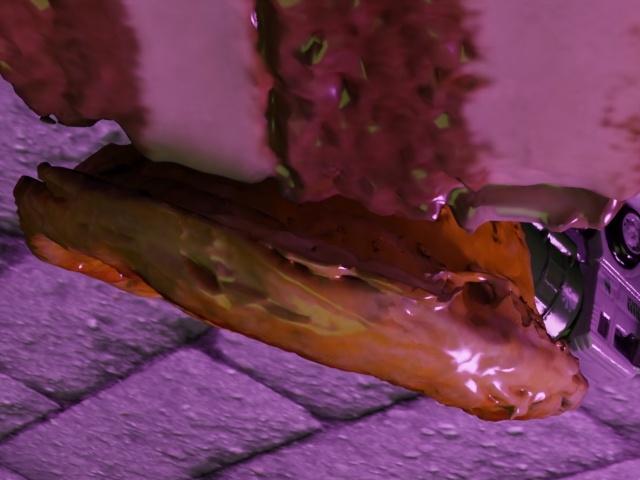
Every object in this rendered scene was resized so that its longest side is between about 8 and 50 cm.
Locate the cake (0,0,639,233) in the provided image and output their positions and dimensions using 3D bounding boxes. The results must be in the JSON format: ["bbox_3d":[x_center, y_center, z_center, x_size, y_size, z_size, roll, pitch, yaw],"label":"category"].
[{"bbox_3d":[0.014,-0.184,0.516,0.290,0.256,0.282,7,145,9],"label":"cake"}]

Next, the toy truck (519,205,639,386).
[{"bbox_3d":[0.112,0.002,0.873,0.101,0.125,0.242,-17,136,42],"label":"toy truck"}]

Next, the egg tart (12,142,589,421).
[{"bbox_3d":[0.000,0.000,0.677,0.294,0.116,0.295,21,176,2],"label":"egg tart"}]
